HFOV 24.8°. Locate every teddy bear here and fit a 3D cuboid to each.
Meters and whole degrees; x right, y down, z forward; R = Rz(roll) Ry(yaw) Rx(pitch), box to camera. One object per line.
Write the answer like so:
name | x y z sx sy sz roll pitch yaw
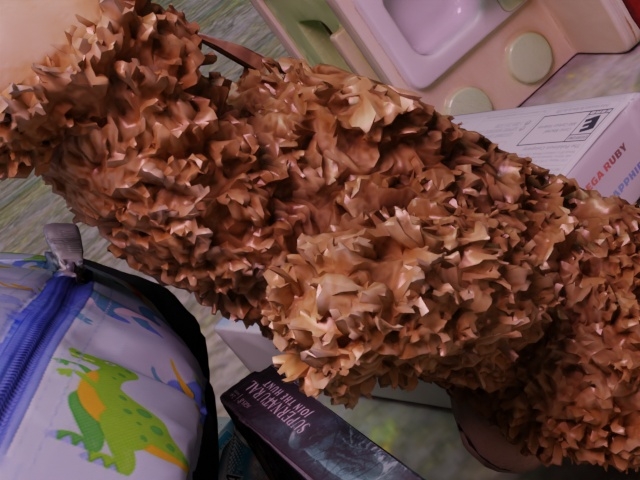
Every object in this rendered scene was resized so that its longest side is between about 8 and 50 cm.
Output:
teddy bear | 0.000 0.000 0.519 0.245 0.338 0.113 22 90 55

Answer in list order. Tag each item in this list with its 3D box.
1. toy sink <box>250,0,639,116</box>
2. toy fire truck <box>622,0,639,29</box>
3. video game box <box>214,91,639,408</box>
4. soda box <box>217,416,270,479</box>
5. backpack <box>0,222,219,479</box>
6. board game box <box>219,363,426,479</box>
toy sink | 0.066 -0.149 0.943 0.131 0.153 0.234 -43 22 -13
toy fire truck | 0.207 -0.098 0.443 0.169 0.254 0.302 -12 32 49
video game box | 0.060 0.002 0.774 0.187 0.048 0.205 -44 21 -23
soda box | -0.092 0.126 0.742 0.063 0.058 0.183 -48 23 -27
backpack | -0.141 0.126 0.442 0.290 0.273 0.355 -63 20 -3
board game box | 0.033 0.115 0.456 0.026 0.126 0.186 -33 18 -13
